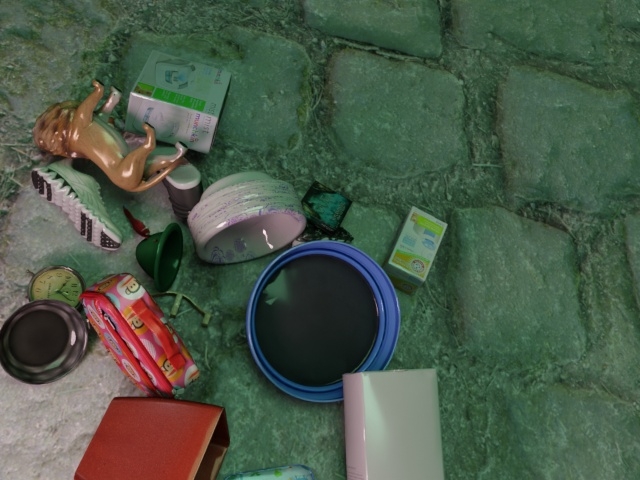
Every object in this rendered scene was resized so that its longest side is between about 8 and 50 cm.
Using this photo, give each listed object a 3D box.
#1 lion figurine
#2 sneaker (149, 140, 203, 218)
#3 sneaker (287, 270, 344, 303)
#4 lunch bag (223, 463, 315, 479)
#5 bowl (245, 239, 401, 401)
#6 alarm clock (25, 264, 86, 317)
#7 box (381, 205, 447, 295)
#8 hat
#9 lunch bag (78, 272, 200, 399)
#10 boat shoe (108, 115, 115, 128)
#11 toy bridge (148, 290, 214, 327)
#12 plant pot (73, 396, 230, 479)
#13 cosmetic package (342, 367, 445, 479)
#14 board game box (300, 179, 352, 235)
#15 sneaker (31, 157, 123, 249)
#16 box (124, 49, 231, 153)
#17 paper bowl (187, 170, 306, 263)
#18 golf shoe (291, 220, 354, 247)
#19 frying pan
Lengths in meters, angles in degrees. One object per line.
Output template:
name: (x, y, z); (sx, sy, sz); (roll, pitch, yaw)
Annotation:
lion figurine: (-0.518, -0.228, 1.803); (0.392, 0.142, 0.240); (41, 101, 11)
sneaker: (-0.381, -0.159, 1.933); (0.104, 0.147, 0.296); (-21, 40, -20)
sneaker: (-0.024, 0.093, 1.906); (0.271, 0.100, 0.108); (-24, 67, -25)
lunch bag: (-0.115, 0.595, 1.626); (0.219, 0.090, 0.176); (-3, 64, -18)
bowl: (0.004, 0.195, 1.802); (0.391, 0.077, 0.391); (1, 86, -19)
alarm clock: (-0.599, 0.129, 1.736); (0.192, 0.064, 0.129); (5, 62, -11)
box: (0.250, 0.029, 2.014); (0.114, 0.103, 0.203); (28, 60, -1)
hat: (-0.449, 0.024, 1.808); (0.183, 0.208, 0.173); (10, 100, 7)
lunch bag: (-0.386, 0.209, 1.606); (0.120, 0.258, 0.293); (-39, 107, -28)
boat shoe: (-0.619, -0.318, 1.967); (0.137, 0.049, 0.043); (0, 61, -19)
toy bridge: (-0.353, 0.159, 1.814); (0.188, 0.026, 0.063); (17, 59, -6)
plant pot: (-0.352, 0.471, 1.538); (0.236, 0.267, 0.267); (17, 59, 7)
cosmetic package: (0.167, 0.481, 1.687); (0.197, 0.155, 0.365); (3, 76, -16)
board game box: (0.009, -0.091, 2.001); (0.126, 0.026, 0.186); (30, 31, -1)
sneaker: (-0.583, -0.098, 1.838); (0.292, 0.110, 0.118); (44, 51, 9)
box: (-0.376, -0.372, 1.978); (0.231, 0.127, 0.262); (15, 38, -8)
paper bowl: (-0.188, -0.065, 1.829); (0.284, 0.284, 0.148); (-12, 67, -22)
golf shoe: (0.000, 0.000, 1.981); (0.198, 0.094, 0.077); (3, 35, -40)
frying pan: (-0.577, 0.183, 1.667); (0.326, 0.053, 0.197); (-44, 121, -22)
